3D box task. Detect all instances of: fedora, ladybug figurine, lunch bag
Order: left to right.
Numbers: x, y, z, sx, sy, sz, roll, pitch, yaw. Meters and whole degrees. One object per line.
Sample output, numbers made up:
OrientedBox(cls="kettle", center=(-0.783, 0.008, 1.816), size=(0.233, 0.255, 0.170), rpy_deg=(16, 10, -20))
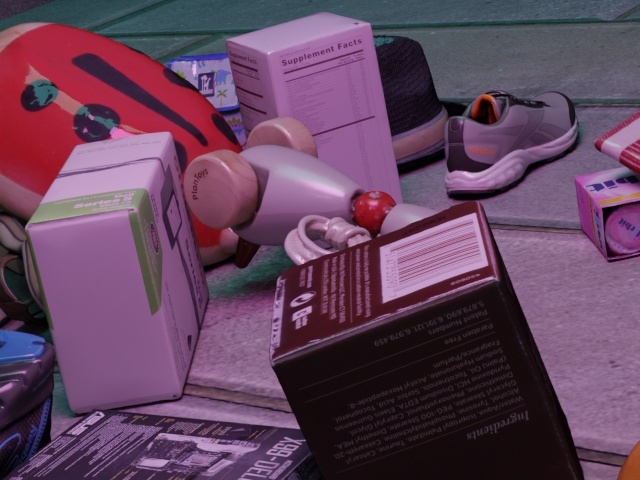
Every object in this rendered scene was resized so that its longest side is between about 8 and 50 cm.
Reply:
OrientedBox(cls="ladybug figurine", center=(-0.258, -0.128, 1.887), size=(0.449, 0.162, 0.305), rpy_deg=(31, 37, 19))
OrientedBox(cls="lunch bag", center=(-0.146, -0.195, 2.256), size=(0.128, 0.151, 0.096), rpy_deg=(-4, 20, 19))
OrientedBox(cls="fedora", center=(0.042, -0.189, 2.129), size=(0.334, 0.153, 0.334), rpy_deg=(-10, 19, 4))

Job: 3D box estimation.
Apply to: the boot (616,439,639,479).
OrientedBox(cls="boot", center=(0.339, 0.168, 1.040), size=(0.295, 0.104, 0.211), rpy_deg=(-5, 25, 33))

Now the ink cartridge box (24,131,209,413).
OrientedBox(cls="ink cartridge box", center=(-0.198, 0.023, 1.588), size=(0.114, 0.198, 0.273), rpy_deg=(-9, 19, 5))

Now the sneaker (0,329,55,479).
OrientedBox(cls="sneaker", center=(-0.309, 0.201, 1.252), size=(0.125, 0.140, 0.341), rpy_deg=(8, 25, 25))

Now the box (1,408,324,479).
OrientedBox(cls="box", center=(-0.160, 0.232, 1.158), size=(0.242, 0.077, 0.307), rpy_deg=(1, 23, 32))

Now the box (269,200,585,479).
OrientedBox(cls="box", center=(0.079, 0.110, 1.133), size=(0.167, 0.203, 0.168), rpy_deg=(-21, 17, 8))

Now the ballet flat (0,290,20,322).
OrientedBox(cls="ballet flat", center=(-0.385, 0.079, 1.763), size=(0.057, 0.052, 0.168), rpy_deg=(-7, 19, 16))

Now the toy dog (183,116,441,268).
OrientedBox(cls="toy dog", center=(0.000, 0.000, 1.655), size=(0.220, 0.161, 0.333), rpy_deg=(-12, 34, -30))

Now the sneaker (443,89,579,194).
OrientedBox(cls="sneaker", center=(0.241, -0.144, 1.957), size=(0.100, 0.108, 0.271), rpy_deg=(0, 21, 36))

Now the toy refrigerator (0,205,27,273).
OrientedBox(cls="toy refrigerator", center=(-0.300, -0.049, 2.027), size=(0.269, 0.094, 0.102), rpy_deg=(-24, 30, -31))

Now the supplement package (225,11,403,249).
OrientedBox(cls="supplement package", center=(-0.005, -0.130, 1.843), size=(0.139, 0.244, 0.134), rpy_deg=(-18, 20, -20))

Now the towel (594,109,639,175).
OrientedBox(cls="towel", center=(0.475, -0.081, 1.580), size=(0.237, 0.037, 0.329), rpy_deg=(-31, 42, -28))

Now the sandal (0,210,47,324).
OrientedBox(cls="sandal", center=(-0.323, 0.050, 1.763), size=(0.086, 0.120, 0.303), rpy_deg=(-45, 24, -7))

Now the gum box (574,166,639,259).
OrientedBox(cls="gum box", center=(0.374, -0.042, 1.651), size=(0.188, 0.062, 0.107), rpy_deg=(-12, 20, -2))
